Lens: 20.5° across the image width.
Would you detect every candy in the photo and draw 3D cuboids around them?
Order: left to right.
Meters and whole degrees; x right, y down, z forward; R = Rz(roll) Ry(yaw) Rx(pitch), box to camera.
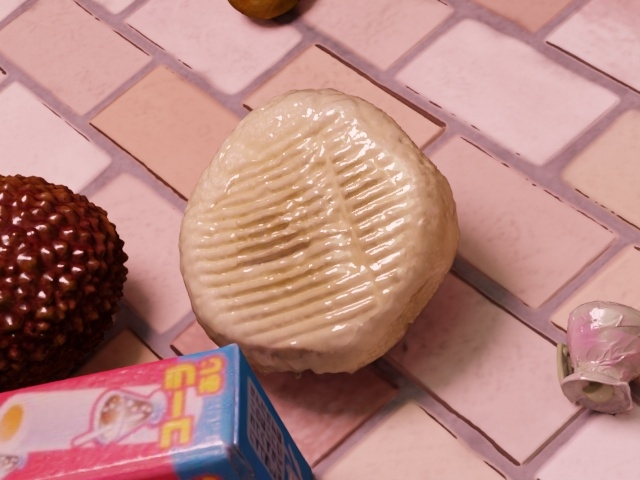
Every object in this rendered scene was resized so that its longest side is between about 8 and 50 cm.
[{"bbox_3d":[-0.172,0.179,1.222,0.306,0.157,0.100,-14,46,14],"label":"candy"}]

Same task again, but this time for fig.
[{"bbox_3d":[-0.056,-0.236,1.612,0.098,0.082,0.084,-35,43,54],"label":"fig"}]

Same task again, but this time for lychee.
[{"bbox_3d":[-0.239,0.031,1.379,0.188,0.188,0.188,-13,46,14],"label":"lychee"}]

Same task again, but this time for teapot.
[{"bbox_3d":[0.190,0.083,1.219,0.083,0.064,0.064,-23,42,53],"label":"teapot"}]

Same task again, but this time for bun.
[{"bbox_3d":[0.000,0.000,1.320,0.220,0.134,0.220,-7,75,28],"label":"bun"}]
